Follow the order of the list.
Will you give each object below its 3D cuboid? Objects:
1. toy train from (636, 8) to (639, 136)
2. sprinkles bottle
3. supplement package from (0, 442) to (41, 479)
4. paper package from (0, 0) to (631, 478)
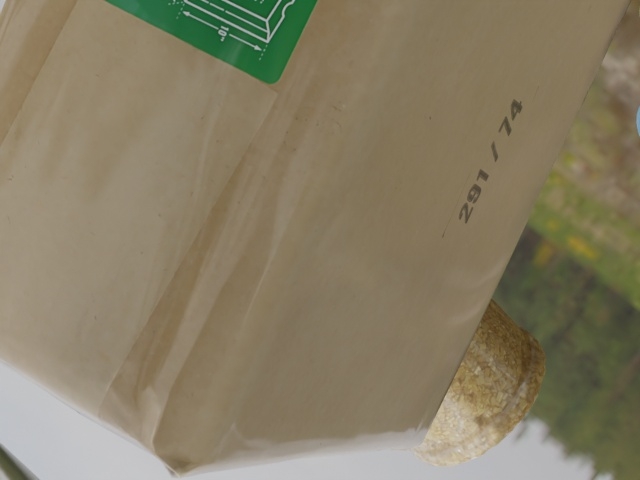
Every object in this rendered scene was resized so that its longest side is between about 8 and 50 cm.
[{"bbox_3d":[0.286,-0.187,1.299,0.105,0.143,0.248,13,120,43],"label":"toy train"},{"bbox_3d":[0.000,0.000,1.172,0.355,0.121,0.121,46,178,-25],"label":"sprinkles bottle"},{"bbox_3d":[-0.043,0.176,0.378,0.204,0.145,0.262,44,169,24],"label":"supplement package"},{"bbox_3d":[0.002,-0.074,0.787,0.168,0.324,0.309,27,-174,19],"label":"paper package"}]
